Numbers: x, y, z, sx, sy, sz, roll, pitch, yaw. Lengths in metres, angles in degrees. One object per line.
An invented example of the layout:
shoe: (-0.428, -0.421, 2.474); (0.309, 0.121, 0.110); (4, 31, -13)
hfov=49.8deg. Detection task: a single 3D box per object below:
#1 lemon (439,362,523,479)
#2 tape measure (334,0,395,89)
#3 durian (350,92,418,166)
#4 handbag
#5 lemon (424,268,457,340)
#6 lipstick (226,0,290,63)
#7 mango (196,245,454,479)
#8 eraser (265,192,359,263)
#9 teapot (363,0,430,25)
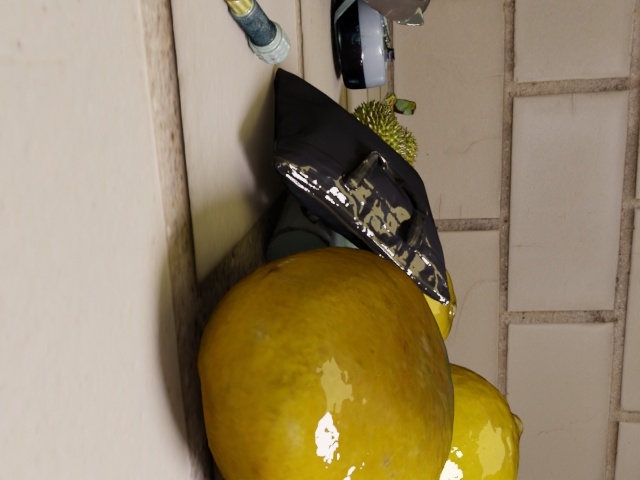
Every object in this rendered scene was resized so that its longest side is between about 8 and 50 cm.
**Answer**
lemon: (0.194, 0.372, 1.238); (0.364, 0.364, 0.364); (0, 90, -81)
tape measure: (0.079, -0.370, 1.271); (0.182, 0.107, 0.181); (37, 47, -82)
durian: (0.103, -0.171, 1.319); (0.159, 0.146, 0.198); (-52, 138, -50)
handbag: (0.043, -0.060, 0.736); (0.254, 0.089, 0.211); (39, 27, -24)
lemon: (0.125, 0.101, 1.188); (0.240, 0.219, 0.240); (4, 90, -80)
lipstick: (-0.059, -0.198, 0.624); (0.116, 0.037, 0.037); (34, 56, -75)
mango: (0.014, 0.120, 0.579); (0.365, 0.182, 0.252); (48, 34, -69)
eraser: (0.000, 0.000, 0.837); (0.227, 0.081, 0.174); (-74, 159, -57)
teapot: (0.169, -0.558, 1.044); (0.306, 0.362, 0.376); (-26, 84, -49)
